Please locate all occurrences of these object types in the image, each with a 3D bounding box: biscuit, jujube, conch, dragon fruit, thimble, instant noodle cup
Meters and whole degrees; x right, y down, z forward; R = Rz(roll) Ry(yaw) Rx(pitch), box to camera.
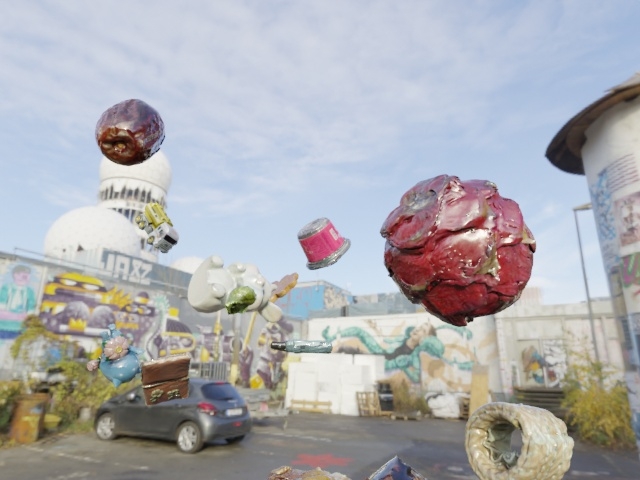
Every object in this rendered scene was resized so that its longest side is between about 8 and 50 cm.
[{"bbox_3d":[-0.228,0.262,2.219,0.288,0.202,0.044,-32,-71,13],"label":"biscuit"},{"bbox_3d":[-0.564,-0.327,1.277,0.183,0.243,0.184,-2,-59,-3],"label":"jujube"},{"bbox_3d":[-0.231,0.178,1.233,0.074,0.089,0.121,12,22,22],"label":"conch"},{"bbox_3d":[0.287,0.014,0.921,0.328,0.330,0.329,1,-17,0],"label":"dragon fruit"},{"bbox_3d":[0.475,0.496,1.045,0.148,0.196,0.229,12,-56,-21],"label":"thimble"},{"bbox_3d":[0.000,0.000,2.120,0.258,0.182,0.302,-34,17,-11],"label":"instant noodle cup"}]

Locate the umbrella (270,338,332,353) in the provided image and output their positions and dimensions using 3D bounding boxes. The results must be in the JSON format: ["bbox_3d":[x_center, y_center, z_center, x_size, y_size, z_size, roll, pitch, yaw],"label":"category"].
[{"bbox_3d":[-0.075,0.425,1.728,0.250,0.052,0.053,3,-48,0],"label":"umbrella"}]

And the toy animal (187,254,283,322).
[{"bbox_3d":[-0.307,0.202,1.631,0.367,0.196,0.241,11,-40,-32],"label":"toy animal"}]

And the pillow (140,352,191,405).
[{"bbox_3d":[-0.419,0.378,1.166,0.126,0.043,0.233,-9,-40,-26],"label":"pillow"}]

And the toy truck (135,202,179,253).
[{"bbox_3d":[-0.654,-0.056,1.731,0.114,0.227,0.098,-42,-35,-2],"label":"toy truck"}]

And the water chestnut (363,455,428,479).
[{"bbox_3d":[0.249,0.908,1.376,0.335,0.347,0.335,40,1,-1],"label":"water chestnut"}]

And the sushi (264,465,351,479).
[{"bbox_3d":[-0.042,0.492,0.766,0.296,0.167,0.179,-29,-18,11],"label":"sushi"}]

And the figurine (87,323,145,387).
[{"bbox_3d":[-0.618,0.342,1.284,0.144,0.179,0.114,-6,16,22],"label":"figurine"}]
